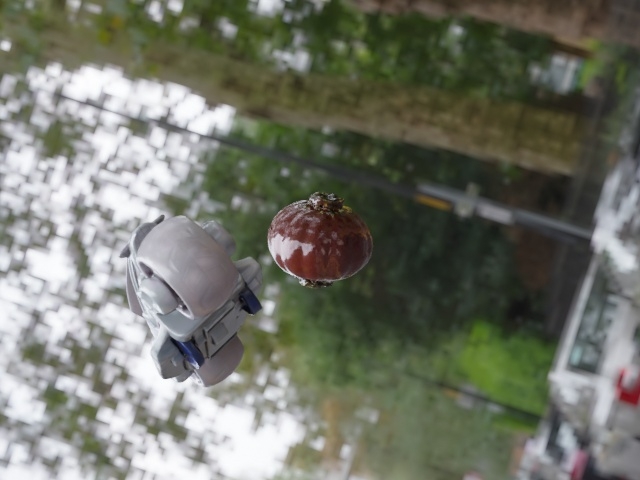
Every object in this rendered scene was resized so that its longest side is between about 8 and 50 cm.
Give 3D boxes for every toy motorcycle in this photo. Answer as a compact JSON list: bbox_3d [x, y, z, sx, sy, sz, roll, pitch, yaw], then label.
[{"bbox_3d":[-0.104,0.040,1.303,0.254,0.112,0.112,95,-165,-70],"label":"toy motorcycle"}]

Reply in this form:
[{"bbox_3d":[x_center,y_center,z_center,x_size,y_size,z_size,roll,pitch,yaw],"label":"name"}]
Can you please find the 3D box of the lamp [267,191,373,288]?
[{"bbox_3d":[0.000,0.000,1.649,0.101,0.101,0.090,-49,-34,-69],"label":"lamp"}]
